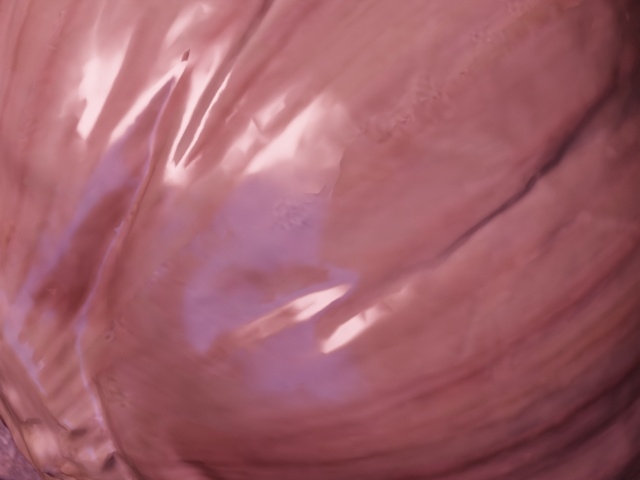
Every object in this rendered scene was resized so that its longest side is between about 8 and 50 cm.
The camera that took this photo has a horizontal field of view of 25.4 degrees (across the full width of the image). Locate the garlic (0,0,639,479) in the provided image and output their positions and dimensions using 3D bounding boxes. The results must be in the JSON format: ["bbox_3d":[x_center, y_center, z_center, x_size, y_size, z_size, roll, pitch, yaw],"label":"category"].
[{"bbox_3d":[0.000,0.000,0.513,0.317,0.259,0.317,39,149,29],"label":"garlic"}]
